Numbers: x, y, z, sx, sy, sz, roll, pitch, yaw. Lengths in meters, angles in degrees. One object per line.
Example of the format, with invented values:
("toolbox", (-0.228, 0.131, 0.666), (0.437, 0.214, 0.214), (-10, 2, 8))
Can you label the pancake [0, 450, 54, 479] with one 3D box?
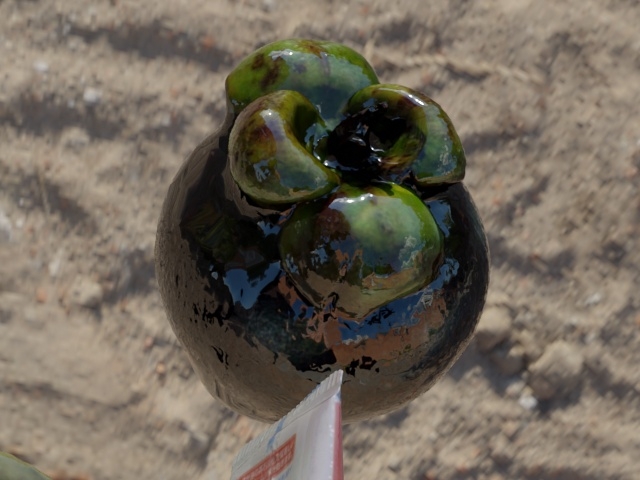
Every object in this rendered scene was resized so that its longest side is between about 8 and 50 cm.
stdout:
("pancake", (-0.201, 0.186, 0.765), (0.242, 0.242, 0.050), (7, 22, -11))

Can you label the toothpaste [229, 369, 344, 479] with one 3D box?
("toothpaste", (-0.016, 0.168, 0.656), (0.057, 0.089, 0.234), (18, 52, -27))

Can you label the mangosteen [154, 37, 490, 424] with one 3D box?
("mangosteen", (0.000, 0.000, 1.062), (0.243, 0.243, 0.243), (6, 61, -12))
